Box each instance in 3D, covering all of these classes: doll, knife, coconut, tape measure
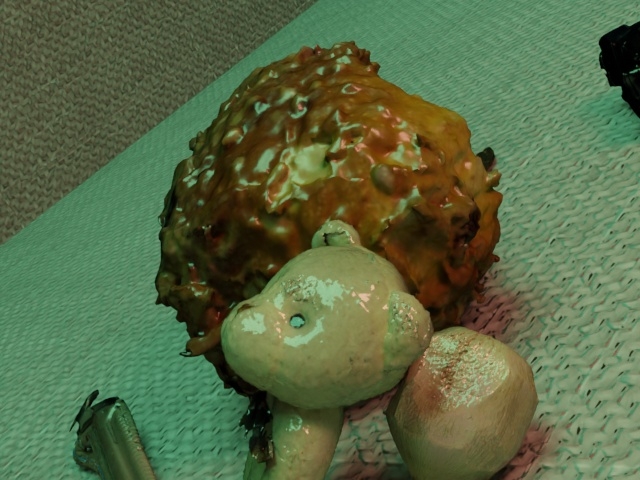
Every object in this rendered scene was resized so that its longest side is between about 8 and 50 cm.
[{"bbox_3d":[-0.026,0.128,0.895,0.149,0.278,0.175,3,28,-31],"label":"doll"},{"bbox_3d":[-0.197,0.240,1.155,0.089,0.043,0.365,-64,23,2],"label":"knife"},{"bbox_3d":[0.101,0.132,0.876,0.124,0.110,0.110,-59,27,-14],"label":"coconut"},{"bbox_3d":[0.423,-0.220,1.318,0.186,0.112,0.199,-24,20,10],"label":"tape measure"}]

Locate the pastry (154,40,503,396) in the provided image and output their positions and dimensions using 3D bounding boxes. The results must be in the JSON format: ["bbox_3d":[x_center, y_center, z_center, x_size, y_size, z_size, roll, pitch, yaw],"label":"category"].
[{"bbox_3d":[-0.008,-0.010,1.155,0.337,0.292,0.405,-39,30,0],"label":"pastry"}]

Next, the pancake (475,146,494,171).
[{"bbox_3d":[0.130,-0.067,1.493,0.184,0.020,0.190,-39,22,-24],"label":"pancake"}]
